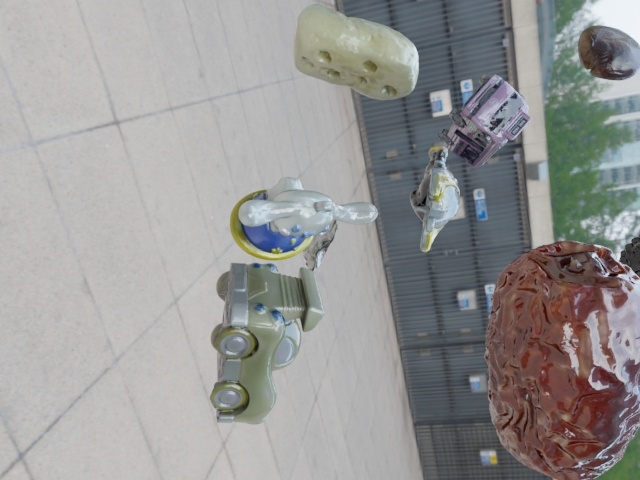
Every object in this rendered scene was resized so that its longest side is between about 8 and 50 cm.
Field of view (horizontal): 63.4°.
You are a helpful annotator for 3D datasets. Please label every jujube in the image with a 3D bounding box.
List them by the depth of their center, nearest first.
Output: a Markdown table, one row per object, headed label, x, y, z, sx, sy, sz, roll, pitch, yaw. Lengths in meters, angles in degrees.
| label | x | y | z | sx | sy | sz | roll | pitch | yaw |
| --- | --- | --- | --- | --- | --- | --- | --- | --- | --- |
| jujube | 0.168 | 0.088 | 0.356 | 0.109 | 0.112 | 0.176 | 28 | -44 | 49 |

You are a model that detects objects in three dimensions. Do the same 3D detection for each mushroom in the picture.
| label | x | y | z | sx | sy | sz | roll | pitch | yaw |
| --- | --- | --- | --- | --- | --- | --- | --- | --- | --- |
| mushroom | 0.525 | -0.343 | 0.937 | 0.052 | 0.123 | 0.123 | 117 | -26 | -62 |

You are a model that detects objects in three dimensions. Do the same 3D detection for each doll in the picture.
| label | x | y | z | sx | sy | sz | roll | pitch | yaw |
| --- | --- | --- | --- | --- | --- | --- | --- | --- | --- |
| doll | -0.044 | -0.062 | 1.102 | 0.242 | 0.311 | 0.159 | 123 | -41 | -58 |
| doll | 0.257 | -0.108 | 1.166 | 0.145 | 0.103 | 0.316 | -58 | -172 | 36 |

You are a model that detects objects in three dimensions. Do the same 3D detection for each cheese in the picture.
| label | x | y | z | sx | sy | sz | roll | pitch | yaw |
| --- | --- | --- | --- | --- | --- | --- | --- | --- | --- |
| cheese | 0.072 | -0.367 | 1.048 | 0.159 | 0.263 | 0.092 | 113 | -7 | -76 |

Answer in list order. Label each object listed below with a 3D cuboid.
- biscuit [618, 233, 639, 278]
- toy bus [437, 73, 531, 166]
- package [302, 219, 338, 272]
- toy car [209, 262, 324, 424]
| label | x | y | z | sx | sy | sz | roll | pitch | yaw |
| --- | --- | --- | --- | --- | --- | --- | --- | --- | --- |
| biscuit | 0.473 | 0.047 | 0.645 | 0.053 | 0.195 | 0.194 | -63 | 147 | -33 |
| toy bus | 0.285 | -0.202 | 0.911 | 0.108 | 0.096 | 0.199 | 42 | -1 | 7 |
| package | 0.000 | 0.000 | 1.447 | 0.166 | 0.040 | 0.232 | -62 | -166 | 12 |
| toy car | -0.135 | 0.232 | 1.195 | 0.242 | 0.227 | 0.335 | -107 | -156 | -57 |
